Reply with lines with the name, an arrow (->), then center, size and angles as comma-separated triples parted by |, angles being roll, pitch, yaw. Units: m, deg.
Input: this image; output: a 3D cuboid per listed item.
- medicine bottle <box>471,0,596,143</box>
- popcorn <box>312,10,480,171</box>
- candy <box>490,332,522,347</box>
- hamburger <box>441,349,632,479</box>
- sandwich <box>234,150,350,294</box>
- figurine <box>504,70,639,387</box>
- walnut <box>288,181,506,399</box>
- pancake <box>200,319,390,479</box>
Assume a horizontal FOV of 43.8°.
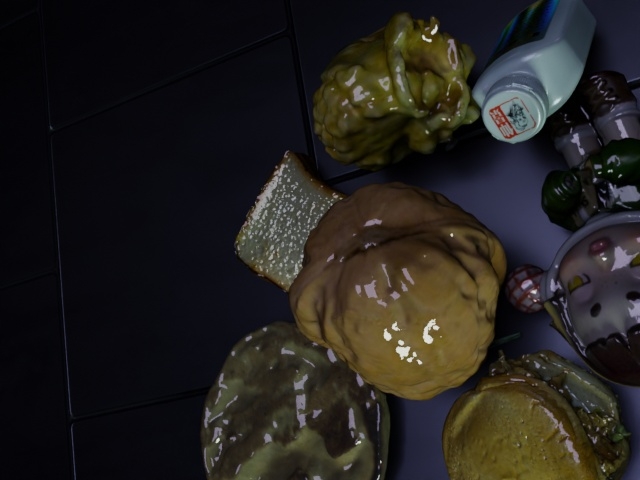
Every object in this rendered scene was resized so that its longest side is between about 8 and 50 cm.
medicine bottle -> 0.236, -0.192, 0.895 | 0.121, 0.229, 0.083 | -28, 109, 39
popcorn -> 0.094, -0.176, 0.973 | 0.189, 0.218, 0.169 | -20, 103, 50
candy -> 0.159, 0.145, 0.983 | 0.185, 0.049, 0.055 | -21, 102, 15
hamburger -> 0.230, 0.232, 0.868 | 0.189, 0.122, 0.215 | 38, 124, 32
sandwich -> 0.000, 0.000, 1.075 | 0.215, 0.065, 0.186 | 31, 96, 28
figurine -> 0.327, -0.003, 0.853 | 0.281, 0.167, 0.370 | -30, 58, 40
walnut -> 0.091, 0.061, 0.886 | 0.257, 0.257, 0.224 | -34, 51, 19
pancake -> -0.035, 0.247, 1.058 | 0.294, 0.049, 0.294 | -6, 79, 31
